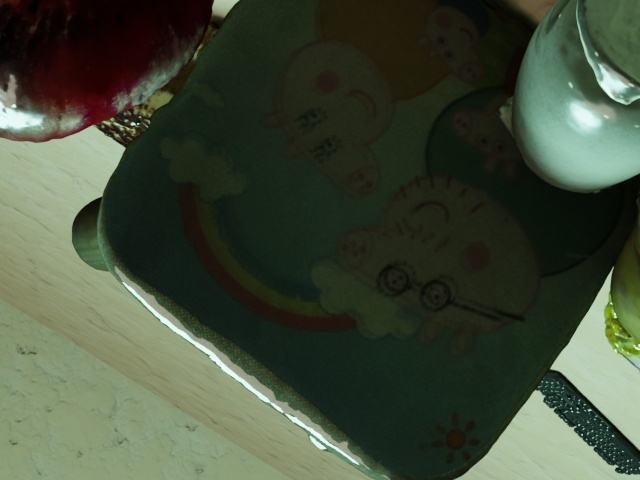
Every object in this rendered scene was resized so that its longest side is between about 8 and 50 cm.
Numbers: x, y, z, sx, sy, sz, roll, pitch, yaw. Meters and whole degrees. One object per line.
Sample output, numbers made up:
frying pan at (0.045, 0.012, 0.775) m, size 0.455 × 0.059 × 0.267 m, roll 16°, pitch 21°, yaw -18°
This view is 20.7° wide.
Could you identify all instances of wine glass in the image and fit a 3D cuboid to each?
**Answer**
wine glass at (0.173, -0.096, 1.018) m, size 0.111 × 0.111 × 0.204 m, roll 34°, pitch 164°, yaw 2°

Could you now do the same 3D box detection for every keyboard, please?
keyboard at (0.283, 0.193, 1.843) m, size 0.195 × 0.018 × 0.060 m, roll 43°, pitch 160°, yaw -29°

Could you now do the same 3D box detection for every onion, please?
onion at (-0.195, -0.208, 1.160) m, size 0.272 × 0.272 × 0.195 m, roll 34°, pitch 157°, yaw 3°

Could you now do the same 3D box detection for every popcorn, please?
popcorn at (0.261, 0.068, 1.435) m, size 0.083 × 0.059 × 0.068 m, roll 29°, pitch 166°, yaw 51°

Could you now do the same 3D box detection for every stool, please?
stool at (0.018, -0.019, 1.210) m, size 0.310 × 0.310 × 0.226 m, roll 39°, pitch 165°, yaw -10°

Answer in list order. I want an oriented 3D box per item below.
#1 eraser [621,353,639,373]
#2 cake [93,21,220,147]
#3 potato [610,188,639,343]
eraser at (0.334, 0.119, 1.502) m, size 0.104 × 0.023 × 0.150 m, roll 40°, pitch 164°, yaw -19°
cake at (-0.095, -0.117, 1.527) m, size 0.246 × 0.112 × 0.135 m, roll 16°, pitch 159°, yaw 41°
potato at (0.270, 0.018, 1.108) m, size 0.154 × 0.137 × 0.200 m, roll 60°, pitch 160°, yaw 26°
